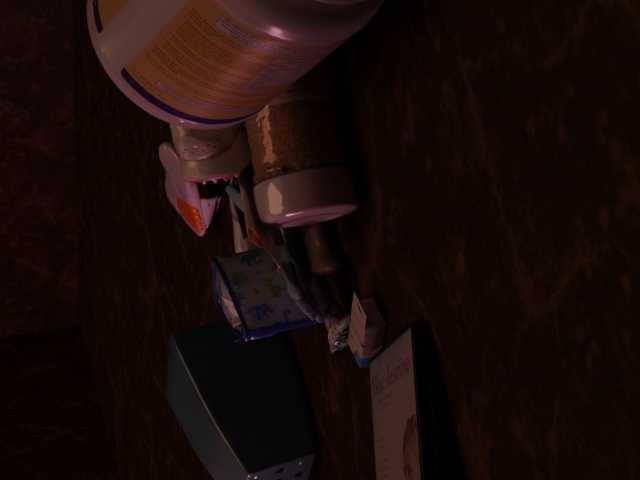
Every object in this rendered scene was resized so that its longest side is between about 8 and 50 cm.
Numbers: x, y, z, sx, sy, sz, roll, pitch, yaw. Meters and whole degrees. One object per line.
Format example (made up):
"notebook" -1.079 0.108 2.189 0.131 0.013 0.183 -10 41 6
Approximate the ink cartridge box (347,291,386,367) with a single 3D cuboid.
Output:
"ink cartridge box" 0.055 0.103 1.790 0.048 0.028 0.083 -116 23 -45

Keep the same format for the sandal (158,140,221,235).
"sandal" -0.201 -0.094 2.473 0.102 0.076 0.265 50 164 18

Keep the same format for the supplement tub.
"supplement tub" -0.074 -0.278 1.563 0.331 0.241 0.241 -32 67 53

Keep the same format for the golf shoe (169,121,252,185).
"golf shoe" -0.116 -0.203 1.899 0.306 0.115 0.140 -75 -33 -51

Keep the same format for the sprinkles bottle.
"sprinkles bottle" -0.043 -0.198 1.807 0.121 0.121 0.355 149 112 -72

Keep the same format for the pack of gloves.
"pack of gloves" -0.069 -0.004 1.903 0.195 0.046 0.232 57 -169 -34

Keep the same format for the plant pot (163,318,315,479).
"plant pot" -0.107 0.252 2.194 0.165 0.166 0.234 103 147 -52

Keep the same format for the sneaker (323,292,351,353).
"sneaker" 0.022 0.094 1.881 0.098 0.038 0.069 116 141 -62

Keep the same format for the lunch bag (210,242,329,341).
"lunch bag" -0.063 0.077 1.998 0.151 0.129 0.096 -130 30 -57

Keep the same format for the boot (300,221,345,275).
"boot" 0.000 0.000 1.905 0.118 0.042 0.087 171 92 -73

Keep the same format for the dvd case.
"dvd case" 0.092 0.231 1.668 0.180 0.022 0.253 125 144 -67

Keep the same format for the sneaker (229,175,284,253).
"sneaker" -0.088 -0.015 2.117 0.086 0.085 0.237 -178 81 -69
